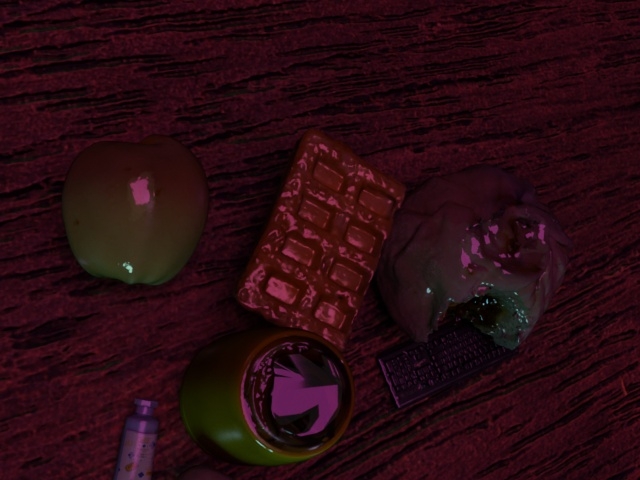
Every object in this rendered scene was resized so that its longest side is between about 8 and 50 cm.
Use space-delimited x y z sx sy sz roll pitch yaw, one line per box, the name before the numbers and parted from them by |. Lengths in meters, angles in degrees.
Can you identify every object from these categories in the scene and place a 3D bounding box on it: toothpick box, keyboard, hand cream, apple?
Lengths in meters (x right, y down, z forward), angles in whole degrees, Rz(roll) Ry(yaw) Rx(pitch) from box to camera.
toothpick box | -0.065 0.189 0.992 0.174 0.271 0.175 4 77 -19
keyboard | 0.196 0.173 1.229 0.230 0.025 0.094 -21 84 -23
hand cream | -0.235 0.287 1.032 0.065 0.043 0.171 12 77 -18
apple | -0.234 -0.043 1.032 0.200 0.200 0.200 4 77 -20

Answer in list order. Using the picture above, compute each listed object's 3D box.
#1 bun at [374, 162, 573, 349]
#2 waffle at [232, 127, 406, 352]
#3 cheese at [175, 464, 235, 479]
bun | 0.227 0.012 1.166 0.281 0.205 0.282 12 61 -23
waffle | 0.000 0.000 1.099 0.168 0.057 0.274 28 69 -15
cheese | -0.126 0.417 0.974 0.251 0.173 0.248 47 58 -6
